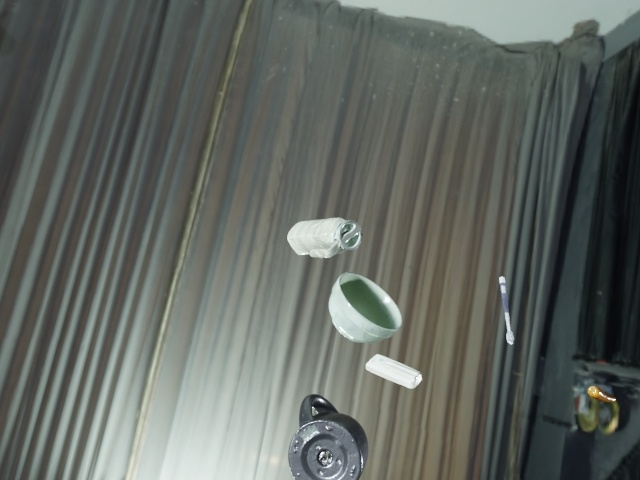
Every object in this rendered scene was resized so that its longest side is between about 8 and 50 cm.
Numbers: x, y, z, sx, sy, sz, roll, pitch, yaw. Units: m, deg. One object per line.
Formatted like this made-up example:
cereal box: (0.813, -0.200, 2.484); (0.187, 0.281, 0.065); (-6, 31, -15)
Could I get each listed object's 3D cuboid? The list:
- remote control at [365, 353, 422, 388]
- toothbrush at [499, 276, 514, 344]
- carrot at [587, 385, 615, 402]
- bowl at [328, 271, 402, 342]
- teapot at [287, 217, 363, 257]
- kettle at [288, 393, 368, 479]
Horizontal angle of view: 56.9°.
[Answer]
remote control: (0.292, 0.516, 2.350); (0.230, 0.049, 0.090); (15, -144, 39)
toothbrush: (0.664, 0.243, 2.111); (0.024, 0.288, 0.026); (1, 138, 7)
carrot: (0.911, 0.502, 1.905); (0.037, 0.037, 0.190); (1, 160, 45)
bowl: (0.157, 0.285, 2.310); (0.307, 0.163, 0.307); (30, -157, -14)
teapot: (0.000, 0.000, 1.385); (0.200, 0.107, 0.077); (-4, 125, 53)
kettle: (0.030, 0.572, 1.725); (0.207, 0.268, 0.290); (-36, 168, 11)
